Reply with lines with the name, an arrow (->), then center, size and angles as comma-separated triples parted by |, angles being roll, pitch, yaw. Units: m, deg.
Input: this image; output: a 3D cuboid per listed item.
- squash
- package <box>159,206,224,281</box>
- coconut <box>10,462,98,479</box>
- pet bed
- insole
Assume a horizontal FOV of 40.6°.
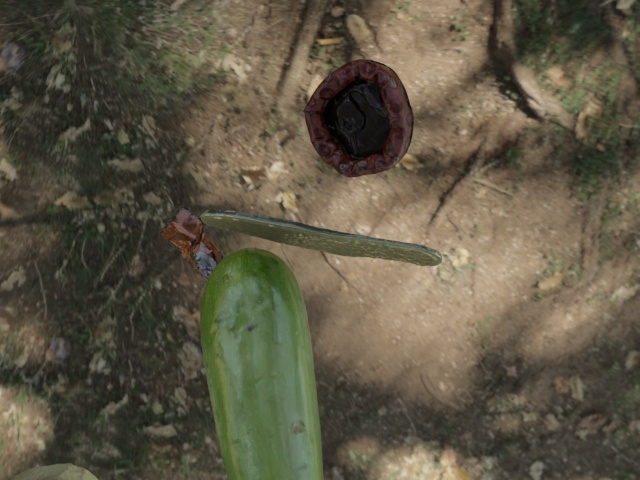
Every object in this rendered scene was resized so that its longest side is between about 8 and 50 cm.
squash -> -0.057, 0.189, 0.906 | 0.118, 0.118, 0.370 | -6, 79, -14
package -> -0.148, 0.013, 1.064 | 0.033, 0.077, 0.110 | -38, 85, -26
coconut -> -0.506, 0.532, 1.618 | 0.224, 0.224, 0.224 | -4, 106, -15
pet bed -> 0.064, -0.200, 1.441 | 0.201, 0.053, 0.201 | 12, 114, 27
insole -> 0.000, 0.000, 0.877 | 0.248, 0.081, 0.011 | 10, 75, 7
